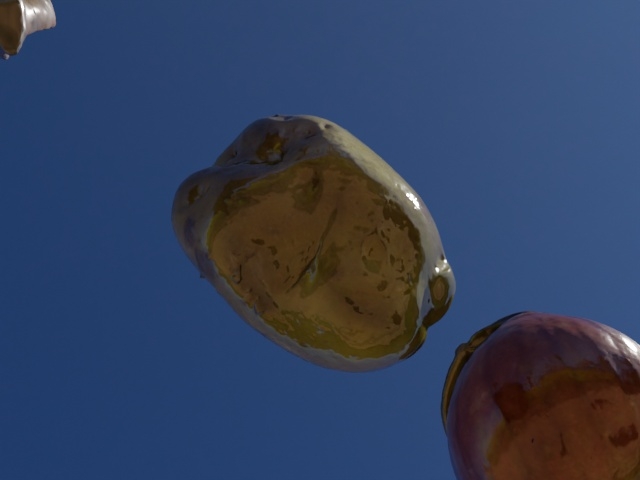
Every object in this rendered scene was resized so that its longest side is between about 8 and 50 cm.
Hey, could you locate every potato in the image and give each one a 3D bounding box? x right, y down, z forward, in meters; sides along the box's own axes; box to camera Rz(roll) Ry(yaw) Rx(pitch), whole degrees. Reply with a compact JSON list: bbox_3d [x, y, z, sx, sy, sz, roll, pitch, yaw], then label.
[{"bbox_3d":[-0.002,0.003,0.733,0.200,0.137,0.154,36,-108,4],"label":"potato"}]

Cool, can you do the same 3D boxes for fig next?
[{"bbox_3d":[0.186,0.144,0.858,0.205,0.205,0.205,-4,-72,-11],"label":"fig"}]

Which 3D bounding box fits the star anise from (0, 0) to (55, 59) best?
[{"bbox_3d":[-0.191,-0.202,0.651,0.199,0.257,0.110,11,-40,26],"label":"star anise"}]
